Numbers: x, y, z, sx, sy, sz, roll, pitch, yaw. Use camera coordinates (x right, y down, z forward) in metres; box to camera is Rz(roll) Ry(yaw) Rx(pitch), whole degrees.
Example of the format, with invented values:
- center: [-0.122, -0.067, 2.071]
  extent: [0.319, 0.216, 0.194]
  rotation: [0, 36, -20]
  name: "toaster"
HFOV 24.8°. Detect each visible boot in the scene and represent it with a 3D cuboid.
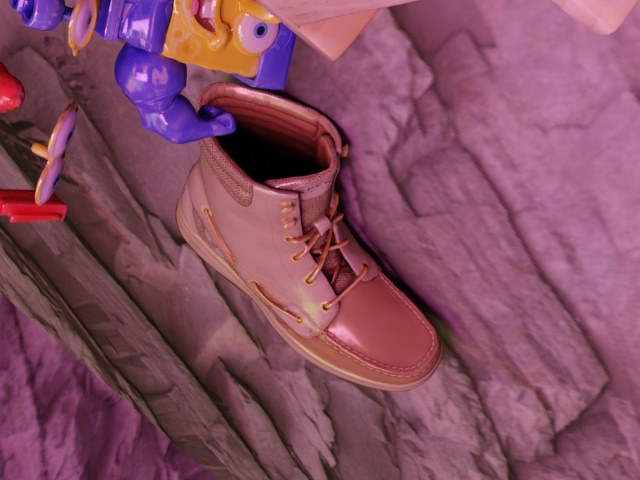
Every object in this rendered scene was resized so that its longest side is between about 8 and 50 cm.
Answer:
- center: [0.000, 0.000, 1.140]
  extent: [0.262, 0.095, 0.203]
  rotation: [40, 156, 10]
  name: "boot"

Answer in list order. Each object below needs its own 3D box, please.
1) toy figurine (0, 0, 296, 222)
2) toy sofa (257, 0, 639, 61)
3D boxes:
- center: [-0.088, -0.191, 0.895]
  extent: [0.191, 0.217, 0.363]
  rotation: [34, 116, 48]
  name: "toy figurine"
- center: [0.022, -0.182, 0.567]
  extent: [0.177, 0.150, 0.362]
  rotation: [38, 176, -14]
  name: "toy sofa"
